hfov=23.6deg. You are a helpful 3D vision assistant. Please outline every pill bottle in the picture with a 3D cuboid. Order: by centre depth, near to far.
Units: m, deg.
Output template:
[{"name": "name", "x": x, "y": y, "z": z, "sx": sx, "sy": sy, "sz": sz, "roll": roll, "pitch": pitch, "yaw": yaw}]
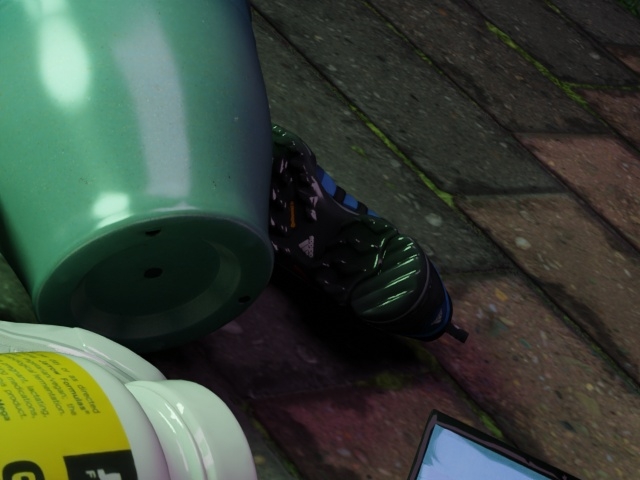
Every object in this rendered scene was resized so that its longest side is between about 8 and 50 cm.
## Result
[{"name": "pill bottle", "x": -0.203, "y": 0.155, "z": 0.825, "sx": 0.334, "sy": 0.188, "sz": 0.188, "roll": 0, "pitch": 39, "yaw": -43}]

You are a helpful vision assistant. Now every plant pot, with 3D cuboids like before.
[{"name": "plant pot", "x": -0.155, "y": -0.060, "z": 1.189, "sx": 0.271, "sy": 0.272, "sz": 0.255, "roll": 8, "pitch": 49, "yaw": -35}]

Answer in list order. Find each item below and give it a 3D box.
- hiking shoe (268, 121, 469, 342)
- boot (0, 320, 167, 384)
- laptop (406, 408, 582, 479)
[{"name": "hiking shoe", "x": 0.000, "y": 0.000, "z": 1.408, "sx": 0.304, "sy": 0.113, "sz": 0.132, "roll": 43, "pitch": 0, "yaw": 38}, {"name": "boot", "x": -0.227, "y": 0.113, "z": 1.002, "sx": 0.258, "sy": 0.095, "sz": 0.123, "roll": 16, "pitch": 37, "yaw": -9}, {"name": "laptop", "x": 0.166, "y": 0.250, "z": 1.055, "sx": 0.234, "sy": 0.137, "sz": 0.264, "roll": 26, "pitch": 3, "yaw": -5}]
